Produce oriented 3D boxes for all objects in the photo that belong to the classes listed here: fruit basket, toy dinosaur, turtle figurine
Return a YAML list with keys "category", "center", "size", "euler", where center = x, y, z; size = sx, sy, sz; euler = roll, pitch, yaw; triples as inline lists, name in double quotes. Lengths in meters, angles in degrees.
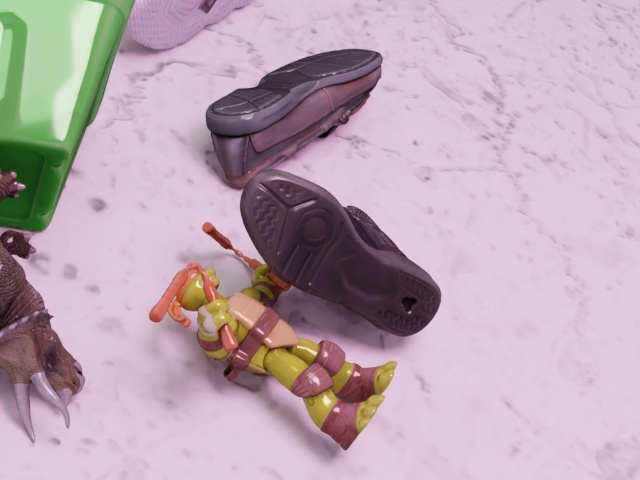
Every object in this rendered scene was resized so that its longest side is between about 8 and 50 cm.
- category: "fruit basket"
  center: [-0.363, -0.213, 1.076]
  size: [0.392, 0.283, 0.392]
  euler: [8, 63, -17]
- category: "toy dinosaur"
  center: [-0.320, 0.022, 0.942]
  size: [0.313, 0.121, 0.160]
  euler: [19, 46, -5]
- category: "turtle figurine"
  center: [-0.048, 0.088, 1.015]
  size: [0.217, 0.087, 0.269]
  euler: [35, 11, 2]

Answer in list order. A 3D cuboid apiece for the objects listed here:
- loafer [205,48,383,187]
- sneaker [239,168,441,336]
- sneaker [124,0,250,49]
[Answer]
- category: "loafer"
  center: [-0.025, -0.137, 1.282]
  size: [0.096, 0.084, 0.267]
  euler: [13, 29, 35]
- category: "sneaker"
  center: [0.000, 0.000, 1.097]
  size: [0.227, 0.087, 0.130]
  euler: [31, 4, -34]
- category: "sneaker"
  center: [-0.177, -0.310, 1.355]
  size: [0.153, 0.101, 0.268]
  euler: [35, 38, 12]
